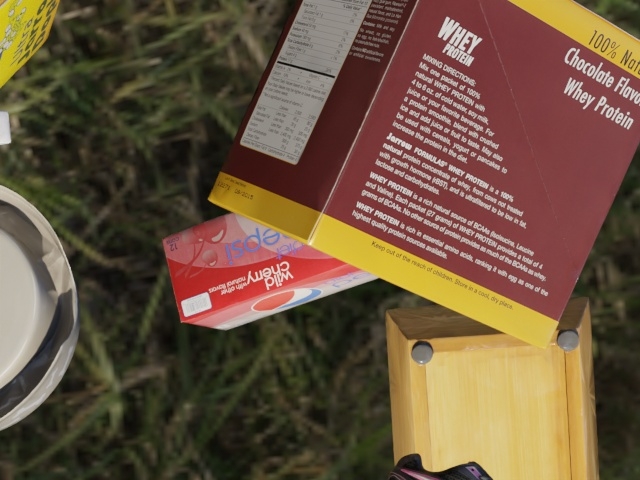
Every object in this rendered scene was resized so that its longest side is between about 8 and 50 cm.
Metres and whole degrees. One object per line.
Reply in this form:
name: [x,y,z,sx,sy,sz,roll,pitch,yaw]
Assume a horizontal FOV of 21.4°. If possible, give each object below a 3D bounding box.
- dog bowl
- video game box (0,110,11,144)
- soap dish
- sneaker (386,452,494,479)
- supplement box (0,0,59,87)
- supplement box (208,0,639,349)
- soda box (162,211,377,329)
dog bowl: [-0.471,0.098,2.198,0.102,0.349,0.348,57,35,-70]
video game box: [-0.514,-0.129,2.062,0.205,0.187,0.048,-4,90,-61]
soap dish: [0.194,0.215,1.878,0.118,0.229,0.290,-63,150,-86]
sneaker: [0.137,0.231,1.471,0.072,0.178,0.077,88,21,-66]
supplement box: [-0.480,-0.332,1.901,0.357,0.194,0.195,32,48,2]
supplement box: [0.073,-0.067,1.025,0.191,0.129,0.194,24,90,-33]
soda box: [0.000,0.000,1.486,0.092,0.263,0.083,18,56,-64]
